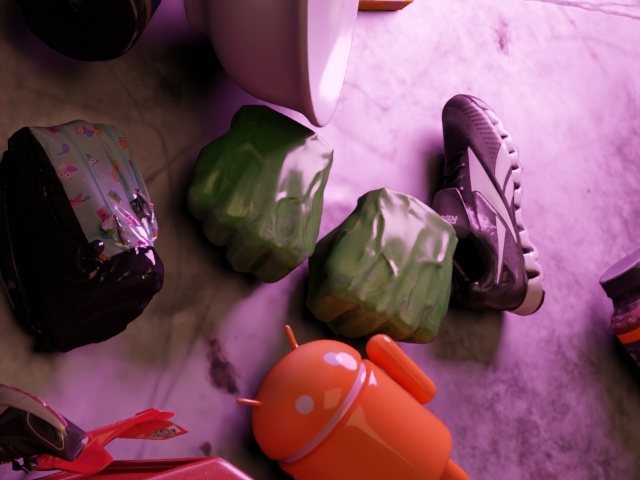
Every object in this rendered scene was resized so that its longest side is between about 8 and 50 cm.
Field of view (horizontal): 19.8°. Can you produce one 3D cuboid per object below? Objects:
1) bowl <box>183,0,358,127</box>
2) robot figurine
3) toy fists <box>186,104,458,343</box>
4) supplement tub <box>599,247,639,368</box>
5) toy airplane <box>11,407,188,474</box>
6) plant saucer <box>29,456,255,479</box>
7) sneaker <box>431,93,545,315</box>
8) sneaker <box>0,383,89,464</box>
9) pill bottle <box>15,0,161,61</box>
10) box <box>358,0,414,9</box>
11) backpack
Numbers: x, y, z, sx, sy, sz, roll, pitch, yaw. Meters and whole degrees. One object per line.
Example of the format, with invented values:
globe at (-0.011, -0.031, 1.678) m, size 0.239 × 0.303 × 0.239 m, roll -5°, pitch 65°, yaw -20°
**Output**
bowl at (-0.046, -0.257, 1.692) m, size 0.134 × 0.298 × 0.298 m, roll 7°, pitch 64°, yaw 9°
robot figurine at (0.028, 0.177, 1.641) m, size 0.219 × 0.158 × 0.128 m, roll 41°, pitch 17°, yaw -13°
toy fists at (0.000, 0.000, 1.712) m, size 0.279 × 0.096 × 0.142 m, roll 34°, pitch 48°, yaw -16°
supplement tub at (0.371, 0.102, 1.897) m, size 0.106 × 0.106 × 0.198 m, roll -38°, pitch 94°, yaw -36°
toy airplane at (-0.179, 0.163, 1.496) m, size 0.151 × 0.151 × 0.028 m, roll -15°, pitch 95°, yaw -35°
plant saucer at (-0.205, 0.212, 1.400) m, size 0.259 × 0.258 × 0.047 m, roll -11°, pitch 90°, yaw -34°
sneaker at (0.149, -0.035, 1.825) m, size 0.106 × 0.078 × 0.234 m, roll -6°, pitch 78°, yaw -36°
sneaker at (-0.264, 0.157, 1.462) m, size 0.072 × 0.178 × 0.077 m, roll 43°, pitch 64°, yaw -49°
pill bottle at (-0.183, -0.271, 1.667) m, size 0.123 × 0.123 × 0.219 m, roll 38°, pitch 44°, yaw -15°
box at (0.026, -0.276, 1.869) m, size 0.136 × 0.028 × 0.081 m, roll -4°, pitch 75°, yaw -30°
backpack at (-0.207, -0.014, 1.569) m, size 0.115 × 0.152 × 0.182 m, roll -7°, pitch 64°, yaw -39°
